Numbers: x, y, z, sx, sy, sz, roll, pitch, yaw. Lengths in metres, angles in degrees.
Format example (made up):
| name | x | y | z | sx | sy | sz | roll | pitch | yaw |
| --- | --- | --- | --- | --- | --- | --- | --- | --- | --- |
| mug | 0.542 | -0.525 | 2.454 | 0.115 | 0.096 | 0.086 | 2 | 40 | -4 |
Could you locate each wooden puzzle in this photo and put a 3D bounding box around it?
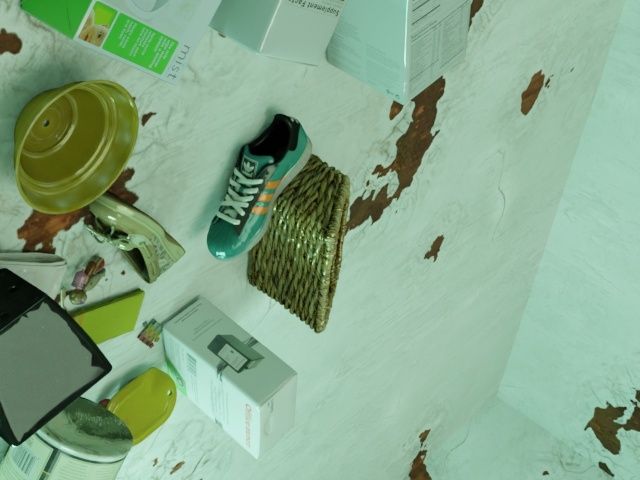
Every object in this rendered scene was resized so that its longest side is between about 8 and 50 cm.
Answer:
| name | x | y | z | sx | sy | sz | roll | pitch | yaw |
| --- | --- | --- | --- | --- | --- | --- | --- | --- | --- |
| wooden puzzle | -0.332 | 0.181 | 2.031 | 0.049 | 0.006 | 0.083 | -50 | 152 | -10 |

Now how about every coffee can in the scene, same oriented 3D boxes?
| name | x | y | z | sx | sy | sz | roll | pitch | yaw |
| --- | --- | --- | --- | --- | --- | --- | --- | --- | --- |
| coffee can | -0.484 | 0.441 | 1.861 | 0.201 | 0.201 | 0.275 | 7 | 114 | -59 |

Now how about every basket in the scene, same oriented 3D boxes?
| name | x | y | z | sx | sy | sz | roll | pitch | yaw |
| --- | --- | --- | --- | --- | --- | --- | --- | --- | --- |
| basket | 0.000 | 0.000 | 2.130 | 0.213 | 0.223 | 0.299 | -33 | 144 | -36 |

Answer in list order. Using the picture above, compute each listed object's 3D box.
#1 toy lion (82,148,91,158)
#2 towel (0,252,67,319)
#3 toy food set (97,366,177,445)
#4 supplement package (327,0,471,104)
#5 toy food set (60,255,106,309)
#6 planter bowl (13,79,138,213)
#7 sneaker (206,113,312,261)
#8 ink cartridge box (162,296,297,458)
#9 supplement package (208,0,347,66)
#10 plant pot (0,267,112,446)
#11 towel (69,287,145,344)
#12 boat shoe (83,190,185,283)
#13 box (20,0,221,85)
| name | x | y | z | sx | sy | sz | roll | pitch | yaw |
| --- | --- | --- | --- | --- | --- | --- | --- | --- | --- |
| toy lion | -0.335 | -0.170 | 1.629 | 0.100 | 0.034 | 0.096 | -61 | 159 | 11 |
| towel | -0.568 | 0.165 | 1.596 | 0.317 | 0.053 | 0.332 | 7 | 114 | -58 |
| toy food set | -0.388 | 0.337 | 2.059 | 0.218 | 0.071 | 0.128 | -37 | 123 | -35 |
| supplement package | 0.145 | -0.437 | 1.910 | 0.198 | 0.199 | 0.263 | -40 | 148 | -28 |
| toy food set | -0.396 | 0.070 | 1.757 | 0.122 | 0.019 | 0.078 | -52 | 161 | -45 |
| planter bowl | -0.377 | -0.154 | 1.511 | 0.217 | 0.090 | 0.217 | -38 | 148 | -29 |
| sneaker | -0.131 | -0.107 | 1.943 | 0.302 | 0.108 | 0.121 | -59 | 152 | -12 |
| ink cartridge box | -0.180 | 0.276 | 2.078 | 0.115 | 0.273 | 0.198 | -38 | 150 | -31 |
| supplement package | -0.053 | -0.446 | 1.614 | 0.175 | 0.177 | 0.293 | -3 | 123 | -57 |
| plant pot | -0.457 | 0.155 | 1.532 | 0.188 | 0.187 | 0.167 | -41 | 134 | -27 |
| towel | -0.418 | 0.156 | 1.860 | 0.237 | 0.021 | 0.102 | -20 | 142 | -49 |
| boat shoe | -0.317 | -0.002 | 1.753 | 0.089 | 0.104 | 0.285 | -55 | 153 | -8 |
| box | -0.247 | -0.380 | 1.440 | 0.262 | 0.126 | 0.231 | -60 | 150 | 7 |
